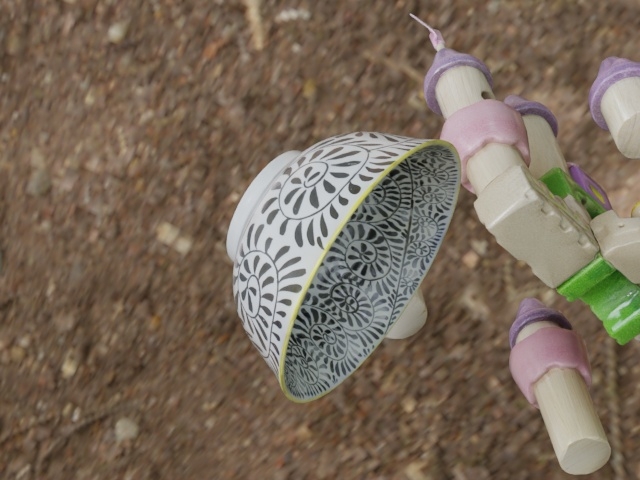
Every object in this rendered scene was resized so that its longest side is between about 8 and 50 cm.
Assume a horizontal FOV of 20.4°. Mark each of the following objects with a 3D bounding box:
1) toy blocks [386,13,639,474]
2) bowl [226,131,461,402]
[{"bbox_3d":[0.200,-0.039,1.371,0.288,0.309,0.260,38,23,-31],"label":"toy blocks"},{"bbox_3d":[0.000,0.000,1.009,0.080,0.170,0.170,32,61,22],"label":"bowl"}]
